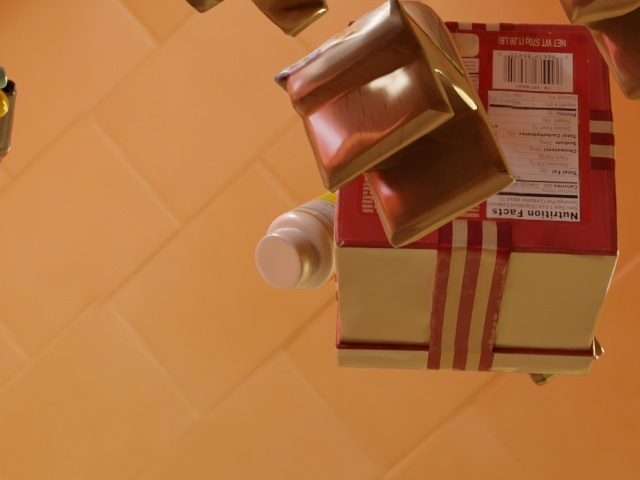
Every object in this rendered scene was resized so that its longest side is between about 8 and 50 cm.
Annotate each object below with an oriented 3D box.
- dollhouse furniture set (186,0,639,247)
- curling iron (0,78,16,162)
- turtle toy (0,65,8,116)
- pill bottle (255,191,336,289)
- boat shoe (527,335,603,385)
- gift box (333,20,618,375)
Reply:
[{"bbox_3d":[0.065,-0.258,0.584,0.362,0.394,0.256,39,-155,-47],"label":"dollhouse furniture set"},{"bbox_3d":[-0.327,-0.108,1.400,0.068,0.035,0.274,67,160,2],"label":"curling iron"},{"bbox_3d":[-0.310,-0.146,1.167,0.130,0.095,0.066,56,-143,-35],"label":"turtle toy"},{"bbox_3d":[0.000,0.000,2.076,0.117,0.117,0.215,49,-142,10],"label":"pill bottle"},{"bbox_3d":[0.242,0.027,1.619,0.104,0.089,0.285,46,-154,-57],"label":"boat shoe"},{"bbox_3d":[0.138,-0.041,1.234,0.258,0.255,0.276,86,-169,-60],"label":"gift box"}]
